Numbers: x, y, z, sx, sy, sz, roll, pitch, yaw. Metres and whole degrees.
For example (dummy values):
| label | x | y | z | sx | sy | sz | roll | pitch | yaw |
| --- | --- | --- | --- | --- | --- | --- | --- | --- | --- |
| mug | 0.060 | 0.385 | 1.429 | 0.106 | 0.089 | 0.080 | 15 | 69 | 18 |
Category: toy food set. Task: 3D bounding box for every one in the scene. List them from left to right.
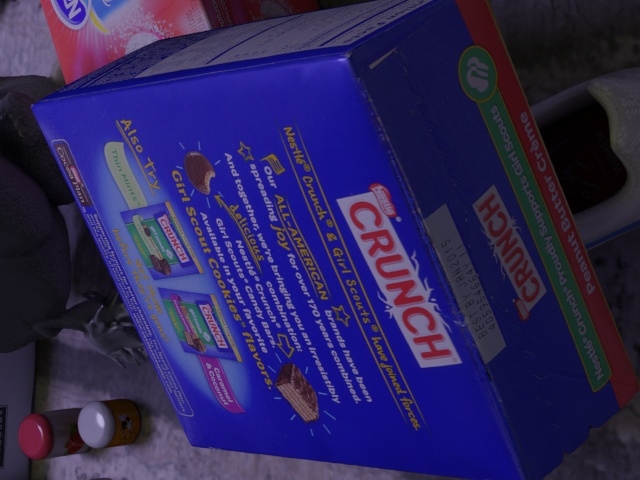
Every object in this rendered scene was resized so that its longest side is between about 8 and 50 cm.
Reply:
| label | x | y | z | sx | sy | sz | roll | pitch | yaw |
| --- | --- | --- | --- | --- | --- | --- | --- | --- | --- |
| toy food set | -0.237 | 0.232 | 1.348 | 0.111 | 0.104 | 0.232 | 29 | 107 | 34 |

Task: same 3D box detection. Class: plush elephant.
| label | x | y | z | sx | sy | sz | roll | pitch | yaw |
| --- | --- | --- | --- | --- | --- | --- | --- | --- | --- |
| plush elephant | -0.275 | -0.055 | 1.298 | 0.272 | 0.330 | 0.255 | -42 | 43 | 29 |

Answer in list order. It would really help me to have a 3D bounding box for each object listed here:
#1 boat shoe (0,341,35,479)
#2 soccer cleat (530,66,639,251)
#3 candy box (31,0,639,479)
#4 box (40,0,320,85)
| label | x | y | z | sx | sy | sz | roll | pitch | yaw |
| --- | --- | --- | --- | --- | --- | --- | --- | --- | --- |
| boat shoe | -0.324 | 0.194 | 1.416 | 0.102 | 0.108 | 0.301 | 7 | 92 | 38 |
| soccer cleat | 0.099 | -0.011 | 1.061 | 0.331 | 0.143 | 0.116 | -38 | 68 | 32 |
| candy box | 0.000 | 0.000 | 0.989 | 0.317 | 0.122 | 0.268 | 0 | 118 | 50 |
| box | -0.116 | -0.202 | 1.227 | 0.154 | 0.142 | 0.300 | -28 | 73 | 35 |
